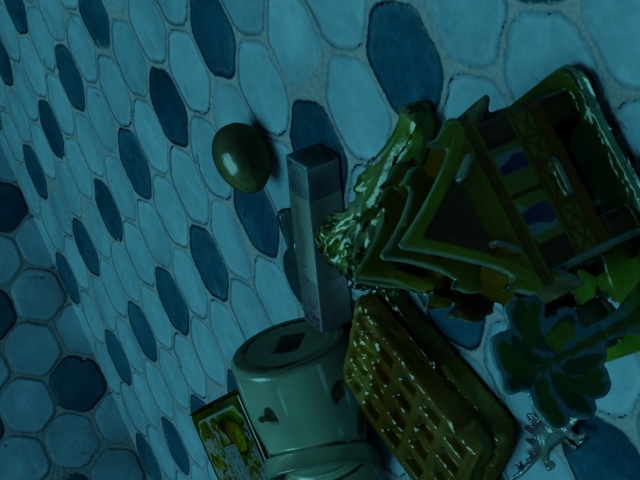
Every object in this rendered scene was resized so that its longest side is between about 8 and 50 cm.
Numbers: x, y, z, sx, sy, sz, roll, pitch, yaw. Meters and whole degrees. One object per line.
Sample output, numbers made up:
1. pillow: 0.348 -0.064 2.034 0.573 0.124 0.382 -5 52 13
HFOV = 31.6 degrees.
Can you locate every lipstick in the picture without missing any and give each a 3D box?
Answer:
1. lipstick: 0.000 0.000 1.874 0.066 0.068 0.317 34 139 48

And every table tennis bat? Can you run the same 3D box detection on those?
1. table tennis bat: -0.038 0.036 2.015 0.124 0.033 0.201 12 123 57

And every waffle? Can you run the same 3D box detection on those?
1. waffle: 0.155 0.246 1.741 0.327 0.098 0.224 50 147 30

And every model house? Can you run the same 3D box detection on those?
1. model house: 0.197 0.036 1.265 0.357 0.313 0.242 64 156 5

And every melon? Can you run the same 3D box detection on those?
1. melon: -0.137 -0.145 1.990 0.130 0.098 0.098 61 153 3

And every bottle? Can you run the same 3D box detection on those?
1. bottle: -0.014 0.335 1.993 0.229 0.229 0.351 18 128 57

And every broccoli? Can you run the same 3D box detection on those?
1. broccoli: 0.100 -0.061 1.600 0.165 0.145 0.304 57 143 42

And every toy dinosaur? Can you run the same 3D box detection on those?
1. toy dinosaur: 0.306 0.266 1.527 0.082 0.039 0.209 57 141 27

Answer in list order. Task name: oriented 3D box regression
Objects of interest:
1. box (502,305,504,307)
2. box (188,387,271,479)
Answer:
1. box: 0.223 -0.009 1.479 0.218 0.039 0.055 64 152 7
2. box: -0.092 0.494 2.346 0.420 0.138 0.373 66 154 6
